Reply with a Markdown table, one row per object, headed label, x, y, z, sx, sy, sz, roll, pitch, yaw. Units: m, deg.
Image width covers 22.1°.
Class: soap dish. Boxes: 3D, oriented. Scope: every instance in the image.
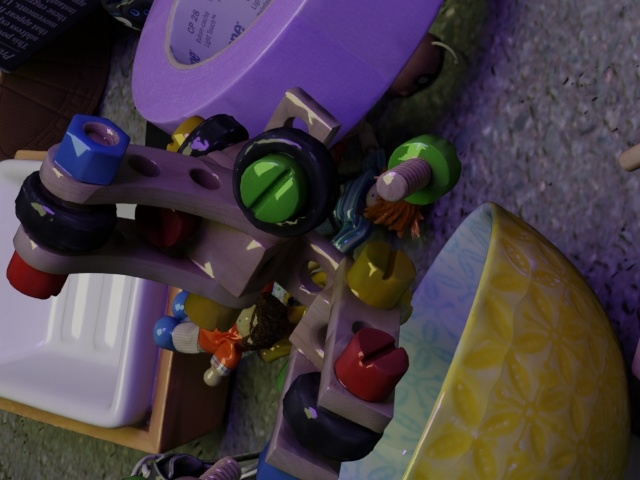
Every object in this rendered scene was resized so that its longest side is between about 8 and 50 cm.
| label | x | y | z | sx | sy | sz | roll | pitch | yaw |
| --- | --- | --- | --- | --- | --- | --- | --- | --- | --- |
| soap dish | -0.178 | 0.045 | 1.368 | 0.291 | 0.118 | 0.228 | 6 | 87 | 50 |

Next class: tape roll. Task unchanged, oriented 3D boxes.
| label | x | y | z | sx | sy | sz | roll | pitch | yaw |
| --- | --- | --- | --- | --- | --- | --- | --- | --- | --- |
| tape roll | -0.019 | -0.182 | 1.178 | 0.275 | 0.090 | 0.274 | -40 | 31 | 31 |

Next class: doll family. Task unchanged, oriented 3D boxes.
| label | x | y | z | sx | sy | sz | roll | pitch | yaw |
| --- | --- | --- | --- | --- | --- | --- | --- | --- | --- |
| doll family | 0.000 | 0.000 | 1.192 | 0.163 | 0.118 | 0.263 | -5 | 60 | 56 |

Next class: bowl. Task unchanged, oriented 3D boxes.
| label | x | y | z | sx | sy | sz | roll | pitch | yaw |
| --- | --- | --- | --- | --- | --- | --- | --- | --- | --- |
| bowl | 0.102 | 0.140 | 0.952 | 0.289 | 0.156 | 0.289 | -63 | 4 | 9 |

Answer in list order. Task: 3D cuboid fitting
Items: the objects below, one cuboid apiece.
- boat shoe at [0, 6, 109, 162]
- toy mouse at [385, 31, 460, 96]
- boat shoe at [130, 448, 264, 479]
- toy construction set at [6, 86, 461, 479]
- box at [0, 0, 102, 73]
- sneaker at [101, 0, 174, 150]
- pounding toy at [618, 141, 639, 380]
| label | x | y | z | sx | sy | sz | roll | pitch | yaw |
| --- | --- | --- | --- | --- | --- | --- | --- | --- | --- |
| boat shoe | -0.253 | -0.200 | 1.536 | 0.089 | 0.105 | 0.285 | 6 | 76 | 55 |
| toy mouse | 0.043 | -0.151 | 1.213 | 0.143 | 0.031 | 0.161 | -57 | 45 | 25 |
| boat shoe | -0.106 | 0.191 | 1.226 | 0.219 | 0.078 | 0.070 | -12 | 101 | 18 |
| toy construction set | -0.032 | 0.048 | 1.007 | 0.258 | 0.237 | 0.308 | 13 | 111 | 20 |
| box | -0.219 | -0.383 | 1.366 | 0.395 | 0.212 | 0.293 | -31 | 58 | 23 |
| sneaker | -0.137 | -0.156 | 1.360 | 0.079 | 0.121 | 0.216 | 32 | 106 | 50 |
| pounding toy | 0.246 | -0.005 | 0.866 | 0.181 | 0.094 | 0.206 | 43 | 129 | 49 |
